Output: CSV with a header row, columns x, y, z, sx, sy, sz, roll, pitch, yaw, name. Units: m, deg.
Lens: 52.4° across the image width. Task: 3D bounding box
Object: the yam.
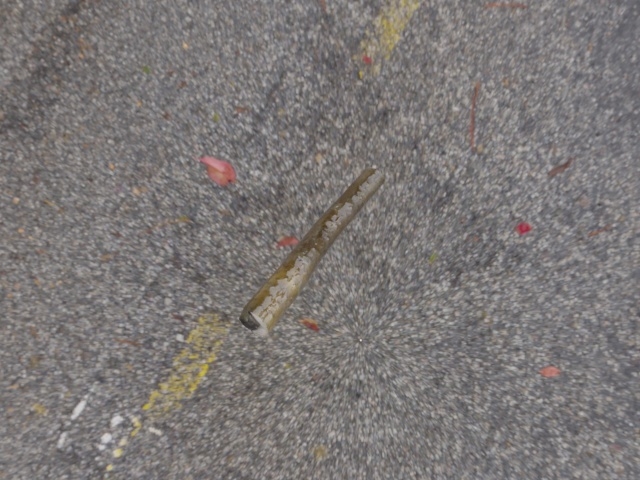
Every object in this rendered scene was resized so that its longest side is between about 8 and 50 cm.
x,y,z,sx,sy,sz,roll,pitch,yaw,name
0.000,0.000,0.853,0.045,0.045,0.327,27,48,14,yam
